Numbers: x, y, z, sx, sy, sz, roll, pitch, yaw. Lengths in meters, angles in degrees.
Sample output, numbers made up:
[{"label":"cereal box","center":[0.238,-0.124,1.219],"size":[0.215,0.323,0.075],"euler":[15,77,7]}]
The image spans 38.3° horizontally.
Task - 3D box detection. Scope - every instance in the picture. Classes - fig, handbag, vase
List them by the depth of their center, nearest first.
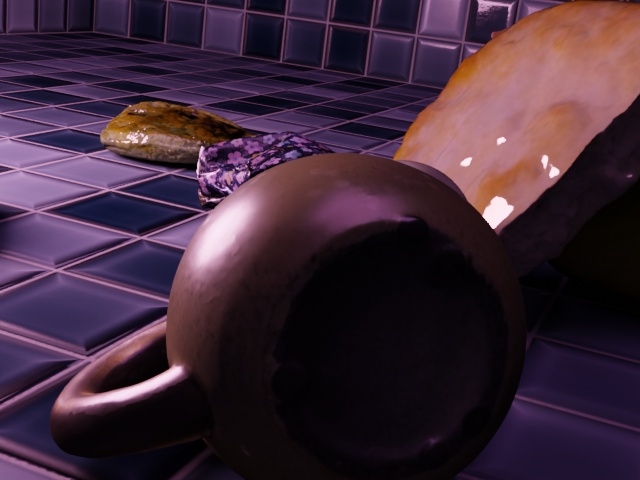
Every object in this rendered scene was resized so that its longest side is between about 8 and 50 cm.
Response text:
[{"label":"vase","center":[-0.040,0.070,0.678],"size":[0.329,0.240,0.302],"euler":[-22,12,-13]},{"label":"fig","center":[0.418,-0.032,1.110],"size":[0.327,0.258,0.258],"euler":[-5,16,4]},{"label":"handbag","center":[-0.038,-0.083,1.285],"size":[0.229,0.126,0.208],"euler":[-8,20,-36]}]

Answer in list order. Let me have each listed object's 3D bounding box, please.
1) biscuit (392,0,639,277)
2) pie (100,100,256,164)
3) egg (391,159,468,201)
[{"label":"biscuit","center":[0.234,-0.113,1.109],"size":[0.104,0.429,0.446],"euler":[37,4,-23]},{"label":"pie","center":[-0.245,-0.191,1.680],"size":[0.323,0.070,0.323],"euler":[8,17,-2]},{"label":"egg","center":[0.073,-0.005,0.943],"size":[0.151,0.151,0.209],"euler":[3,-6,-14]}]
